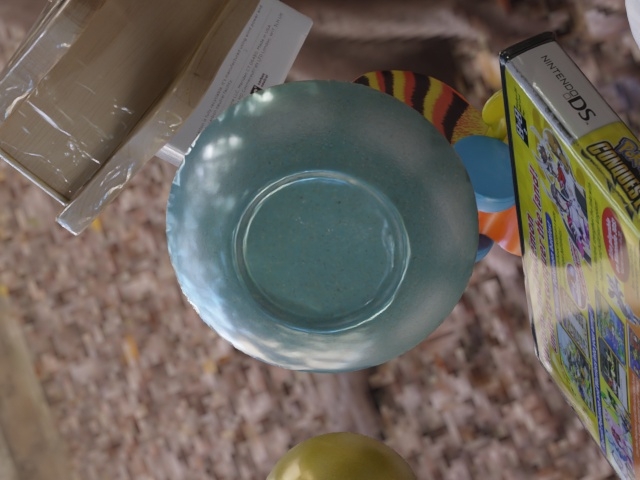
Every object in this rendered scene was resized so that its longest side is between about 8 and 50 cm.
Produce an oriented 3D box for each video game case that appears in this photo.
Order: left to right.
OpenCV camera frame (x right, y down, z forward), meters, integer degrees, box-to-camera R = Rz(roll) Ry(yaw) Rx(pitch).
[{"bbox_3d":[0.176,0.062,0.972,0.248,0.035,0.275,58,169,40],"label":"video game case"}]

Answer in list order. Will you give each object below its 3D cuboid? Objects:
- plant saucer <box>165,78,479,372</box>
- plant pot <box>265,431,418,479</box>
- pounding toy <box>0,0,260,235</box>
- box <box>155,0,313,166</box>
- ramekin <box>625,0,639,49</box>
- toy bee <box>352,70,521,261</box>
[{"bbox_3d":[0.000,0.000,1.114,0.037,0.195,0.195,-81,-21,-69],"label":"plant saucer"},{"bbox_3d":[0.014,0.215,1.396,0.095,0.134,0.134,45,-156,-84],"label":"plant pot"},{"bbox_3d":[-0.118,-0.145,0.942,0.155,0.269,0.154,38,140,-15],"label":"pounding toy"},{"bbox_3d":[-0.135,-0.174,1.783,0.181,0.182,0.119,-64,19,-6],"label":"box"},{"bbox_3d":[0.385,-0.216,1.501,0.135,0.277,0.277,44,149,52],"label":"ramekin"},{"bbox_3d":[0.155,-0.038,1.552,0.298,0.162,0.195,58,142,0],"label":"toy bee"}]
